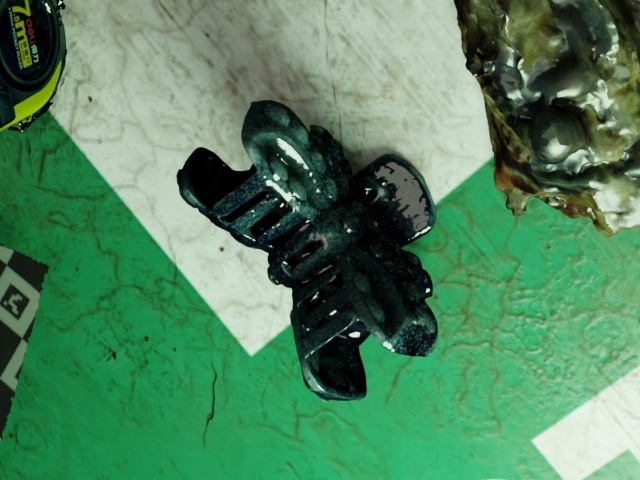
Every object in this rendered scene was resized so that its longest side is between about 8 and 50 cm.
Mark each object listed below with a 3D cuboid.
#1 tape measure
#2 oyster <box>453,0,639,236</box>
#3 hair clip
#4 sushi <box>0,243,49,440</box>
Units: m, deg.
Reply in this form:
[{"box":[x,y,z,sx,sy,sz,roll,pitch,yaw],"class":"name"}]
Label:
[{"box":[-0.360,-0.211,1.762,0.112,0.186,0.199,3,112,28],"class":"tape measure"},{"box":[0.241,-0.171,1.568,0.221,0.096,0.361,-11,105,19],"class":"oyster"},{"box":[0.004,0.002,1.663,0.194,0.206,0.310,-34,87,23],"class":"hair clip"},{"box":[-0.487,0.104,1.993,0.339,0.069,0.320,23,109,18],"class":"sushi"}]
